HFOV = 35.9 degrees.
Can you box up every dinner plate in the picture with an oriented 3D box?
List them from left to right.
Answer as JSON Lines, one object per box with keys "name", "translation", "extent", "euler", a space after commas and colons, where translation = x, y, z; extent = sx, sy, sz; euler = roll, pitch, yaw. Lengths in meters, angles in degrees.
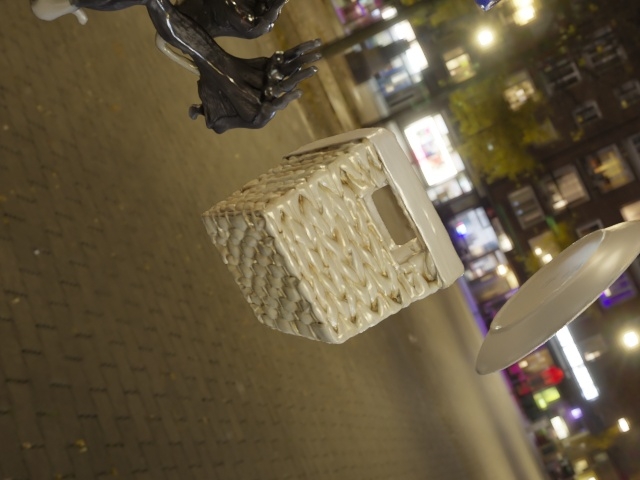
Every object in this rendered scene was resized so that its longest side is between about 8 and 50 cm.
{"name": "dinner plate", "translation": [0.145, 0.030, 0.610], "extent": [0.017, 0.141, 0.141], "euler": [47, 9, -1]}

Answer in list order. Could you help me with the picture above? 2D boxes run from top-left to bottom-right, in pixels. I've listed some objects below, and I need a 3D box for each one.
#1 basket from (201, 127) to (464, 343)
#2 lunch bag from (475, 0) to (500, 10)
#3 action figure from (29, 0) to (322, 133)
{"name": "basket", "translation": [0.000, 0.000, 0.679], "extent": [0.113, 0.103, 0.167], "euler": [61, -18, -11]}
{"name": "lunch bag", "translation": [0.096, -0.322, 0.425], "extent": [0.328, 0.239, 0.385], "euler": [51, -33, -2]}
{"name": "action figure", "translation": [-0.124, -0.164, 0.451], "extent": [0.275, 0.141, 0.164], "euler": [27, 41, -31]}
